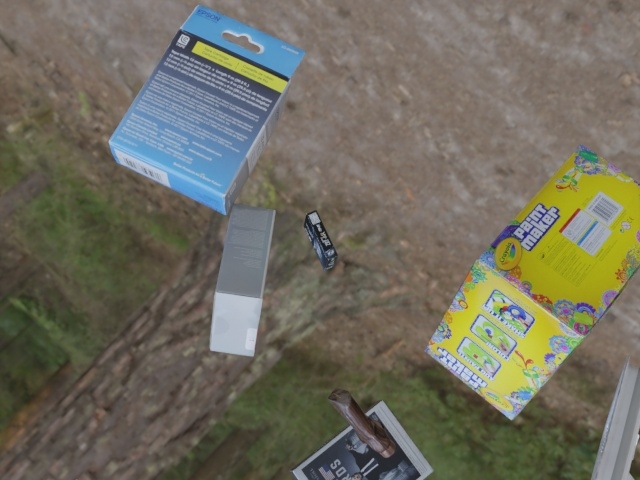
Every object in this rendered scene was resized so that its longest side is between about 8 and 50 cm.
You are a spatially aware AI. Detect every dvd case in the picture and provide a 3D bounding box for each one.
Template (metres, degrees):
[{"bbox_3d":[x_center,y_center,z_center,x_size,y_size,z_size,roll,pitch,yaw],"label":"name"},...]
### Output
[{"bbox_3d":[0.084,0.459,1.826,0.179,0.239,0.029,54,158,4],"label":"dvd case"}]

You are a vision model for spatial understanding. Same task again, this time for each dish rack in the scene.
[{"bbox_3d":[0.534,0.405,1.658,0.072,0.332,0.285,15,139,19],"label":"dish rack"}]

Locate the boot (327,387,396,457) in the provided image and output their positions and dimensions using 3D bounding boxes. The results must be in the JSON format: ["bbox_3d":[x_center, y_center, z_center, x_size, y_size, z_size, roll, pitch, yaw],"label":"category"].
[{"bbox_3d":[0.043,0.228,1.208,0.114,0.037,0.106,47,169,-23],"label":"boot"}]

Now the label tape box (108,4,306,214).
[{"bbox_3d":[-0.213,-0.259,1.791,0.249,0.347,0.115,25,160,7],"label":"label tape box"}]

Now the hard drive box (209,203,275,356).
[{"bbox_3d":[-0.150,0.075,1.770,0.089,0.232,0.181,9,137,-3],"label":"hard drive box"}]

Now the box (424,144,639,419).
[{"bbox_3d":[0.338,0.066,1.367,0.177,0.290,0.279,38,147,15],"label":"box"}]

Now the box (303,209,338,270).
[{"bbox_3d":[0.000,0.000,1.455,0.067,0.018,0.083,109,137,-73],"label":"box"}]
